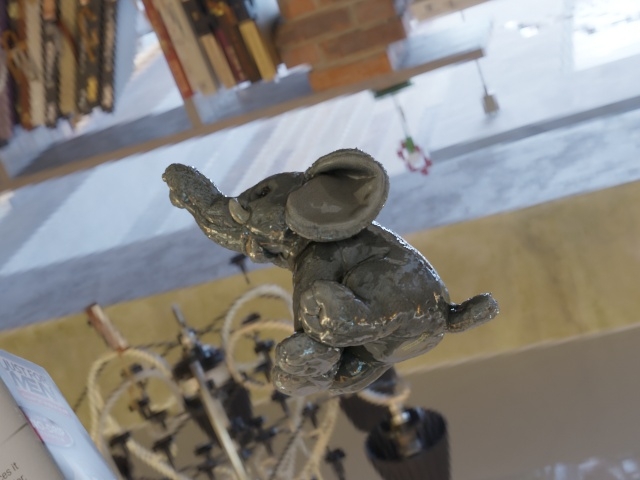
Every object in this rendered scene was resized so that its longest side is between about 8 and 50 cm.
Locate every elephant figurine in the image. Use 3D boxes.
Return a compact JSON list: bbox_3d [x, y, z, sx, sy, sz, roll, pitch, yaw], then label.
[{"bbox_3d":[0.000,0.000,0.995,0.186,0.239,0.169,9,140,-41],"label":"elephant figurine"}]

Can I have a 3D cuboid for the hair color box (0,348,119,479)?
[{"bbox_3d":[-0.176,0.265,0.724,0.185,0.374,0.113,-39,158,-1],"label":"hair color box"}]
